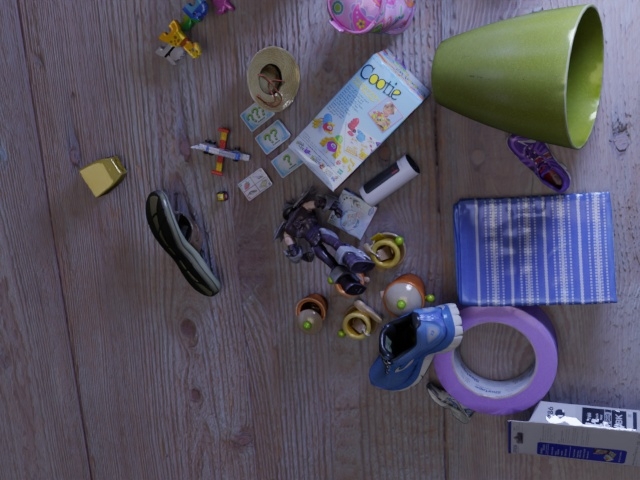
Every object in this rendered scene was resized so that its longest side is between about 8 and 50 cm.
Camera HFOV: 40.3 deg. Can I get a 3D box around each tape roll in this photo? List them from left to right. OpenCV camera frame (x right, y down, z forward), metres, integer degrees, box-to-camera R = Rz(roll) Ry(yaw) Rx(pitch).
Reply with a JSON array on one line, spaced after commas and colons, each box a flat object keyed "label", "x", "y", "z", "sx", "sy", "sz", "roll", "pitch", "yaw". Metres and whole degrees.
[{"label": "tape roll", "x": 0.399, "y": 0.255, "z": 1.985, "sx": 0.275, "sy": 0.090, "sz": 0.274, "roll": 5, "pitch": 108, "yaw": 15}]

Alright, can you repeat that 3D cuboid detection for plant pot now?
[{"label": "plant pot", "x": -0.522, "y": -0.163, "z": 2.121, "sx": 0.083, "sy": 0.081, "sz": 0.081, "roll": -31, "pitch": 96, "yaw": 12}, {"label": "plant pot", "x": 0.381, "y": -0.330, "z": 1.732, "sx": 0.294, "sy": 0.275, "sz": 0.274, "roll": 9, "pitch": 110, "yaw": 29}]

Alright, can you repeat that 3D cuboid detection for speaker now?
[{"label": "speaker", "x": 0.155, "y": -0.134, "z": 1.950, "sx": 0.136, "sy": 0.055, "sz": 0.055, "roll": -35, "pitch": 95, "yaw": 23}]

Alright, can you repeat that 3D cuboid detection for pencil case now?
[{"label": "pencil case", "x": 0.102, "y": -0.467, "z": 1.735, "sx": 0.124, "sy": 0.284, "sz": 0.124, "roll": 5, "pitch": 106, "yaw": 19}]

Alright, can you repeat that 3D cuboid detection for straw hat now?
[{"label": "straw hat", "x": -0.119, "y": -0.360, "z": 1.950, "sx": 0.061, "sy": 0.145, "sz": 0.144, "roll": 13, "pitch": 118, "yaw": 57}]

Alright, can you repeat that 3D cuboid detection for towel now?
[{"label": "towel", "x": 0.457, "y": 0.019, "z": 1.877, "sx": 0.336, "sy": 0.040, "sz": 0.243, "roll": -3, "pitch": 84, "yaw": 17}]

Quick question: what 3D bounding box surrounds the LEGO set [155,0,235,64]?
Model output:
[{"label": "LEGO set", "x": -0.281, "y": -0.466, "z": 1.952, "sx": 0.093, "sy": 0.087, "sz": 0.227, "roll": 47, "pitch": 114, "yaw": -2}]

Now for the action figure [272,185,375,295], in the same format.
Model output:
[{"label": "action figure", "x": 0.000, "y": 0.000, "z": 1.986, "sx": 0.285, "sy": 0.099, "sz": 0.185, "roll": 46, "pitch": 122, "yaw": 29}]

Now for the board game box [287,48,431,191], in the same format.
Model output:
[{"label": "board game box", "x": 0.086, "y": -0.261, "z": 1.881, "sx": 0.144, "sy": 0.142, "sz": 0.275, "roll": 45, "pitch": 113, "yaw": -1}]

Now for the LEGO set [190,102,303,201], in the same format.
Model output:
[{"label": "LEGO set", "x": -0.178, "y": -0.192, "z": 2.026, "sx": 0.244, "sy": 0.060, "sz": 0.182, "roll": -34, "pitch": 92, "yaw": 23}]

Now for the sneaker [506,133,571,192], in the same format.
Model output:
[{"label": "sneaker", "x": 0.465, "y": -0.168, "z": 1.842, "sx": 0.170, "sy": 0.071, "sz": 0.068, "roll": 42, "pitch": 113, "yaw": 1}]

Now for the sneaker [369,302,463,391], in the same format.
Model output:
[{"label": "sneaker", "x": 0.180, "y": 0.236, "z": 1.962, "sx": 0.147, "sy": 0.129, "sz": 0.330, "roll": 6, "pitch": 143, "yaw": -23}]

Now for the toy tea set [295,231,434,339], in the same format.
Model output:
[{"label": "toy tea set", "x": 0.092, "y": 0.140, "z": 2.015, "sx": 0.336, "sy": 0.124, "sz": 0.200, "roll": -38, "pitch": 94, "yaw": 23}]

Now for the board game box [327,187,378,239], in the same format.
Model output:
[{"label": "board game box", "x": 0.075, "y": -0.061, "z": 2.013, "sx": 0.090, "sy": 0.020, "sz": 0.090, "roll": 30, "pitch": 112, "yaw": 7}]

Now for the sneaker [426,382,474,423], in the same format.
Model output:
[{"label": "sneaker", "x": 0.313, "y": 0.373, "z": 2.073, "sx": 0.135, "sy": 0.052, "sz": 0.058, "roll": 36, "pitch": 103, "yaw": -5}]

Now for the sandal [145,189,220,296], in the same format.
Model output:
[{"label": "sandal", "x": -0.326, "y": 0.001, "z": 2.115, "sx": 0.120, "sy": 0.086, "sz": 0.302, "roll": 7, "pitch": 133, "yaw": 52}]

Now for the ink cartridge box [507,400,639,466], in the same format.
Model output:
[{"label": "ink cartridge box", "x": 0.591, "y": 0.435, "z": 1.961, "sx": 0.333, "sy": 0.065, "sz": 0.165, "roll": 3, "pitch": 141, "yaw": 13}]
